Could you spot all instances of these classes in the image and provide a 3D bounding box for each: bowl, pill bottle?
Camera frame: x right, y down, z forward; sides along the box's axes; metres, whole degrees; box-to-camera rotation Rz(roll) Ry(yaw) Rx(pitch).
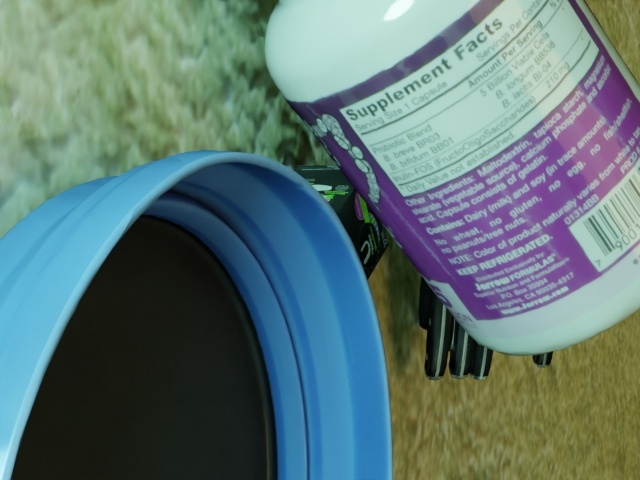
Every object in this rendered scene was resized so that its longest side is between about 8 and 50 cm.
[{"bbox_3d":[-0.070,0.151,0.650,0.391,0.077,0.391,2,90,-66],"label":"bowl"},{"bbox_3d":[0.075,-0.093,0.763,0.301,0.169,0.169,52,40,-20],"label":"pill bottle"}]

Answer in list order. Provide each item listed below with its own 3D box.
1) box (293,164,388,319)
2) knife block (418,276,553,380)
[{"bbox_3d":[0.000,0.000,0.819,0.083,0.052,0.062,-56,139,-49],"label":"box"},{"bbox_3d":[0.109,-0.038,0.974,0.276,0.242,0.088,43,12,-23],"label":"knife block"}]
